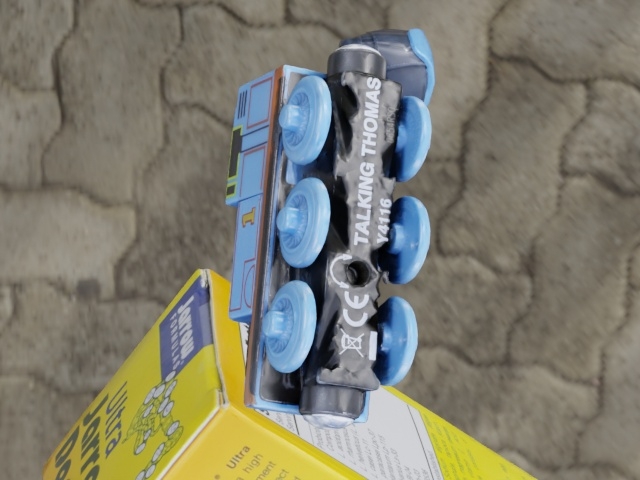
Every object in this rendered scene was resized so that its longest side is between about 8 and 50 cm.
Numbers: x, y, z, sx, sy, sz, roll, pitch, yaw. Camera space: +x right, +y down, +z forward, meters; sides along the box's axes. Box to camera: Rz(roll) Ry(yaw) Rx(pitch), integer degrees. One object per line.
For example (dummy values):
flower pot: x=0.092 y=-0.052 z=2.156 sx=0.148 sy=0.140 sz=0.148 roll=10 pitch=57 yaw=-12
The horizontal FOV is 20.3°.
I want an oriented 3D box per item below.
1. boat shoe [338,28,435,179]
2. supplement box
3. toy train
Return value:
boat shoe: x=0.015 y=-0.081 z=1.505 sx=0.089 sy=0.109 sz=0.258 roll=3 pitch=129 yaw=-19
supplement box: x=0.014 y=0.215 z=1.169 sx=0.356 sy=0.194 sz=0.195 roll=34 pitch=106 yaw=-19
toy train: x=0.000 y=0.000 z=0.857 sx=0.080 sy=0.105 sz=0.184 roll=10 pitch=77 yaw=-26
